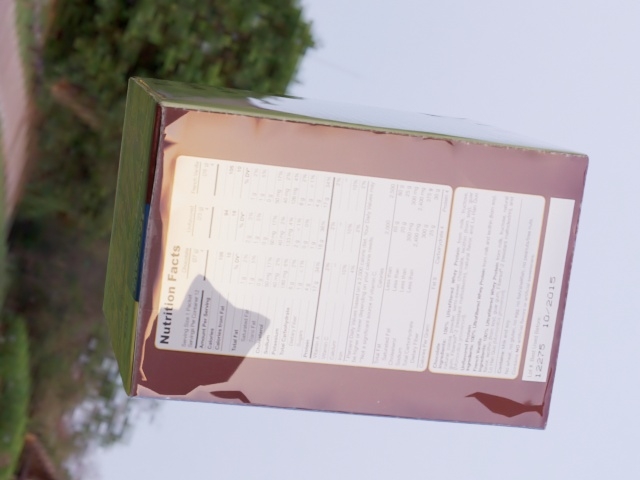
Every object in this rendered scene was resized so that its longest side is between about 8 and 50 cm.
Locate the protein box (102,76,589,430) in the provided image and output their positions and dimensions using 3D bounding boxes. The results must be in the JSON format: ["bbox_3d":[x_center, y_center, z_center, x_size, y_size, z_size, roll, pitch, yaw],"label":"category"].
[{"bbox_3d":[0.000,0.000,0.783,0.200,0.201,0.136,-139,-124,-76],"label":"protein box"}]
